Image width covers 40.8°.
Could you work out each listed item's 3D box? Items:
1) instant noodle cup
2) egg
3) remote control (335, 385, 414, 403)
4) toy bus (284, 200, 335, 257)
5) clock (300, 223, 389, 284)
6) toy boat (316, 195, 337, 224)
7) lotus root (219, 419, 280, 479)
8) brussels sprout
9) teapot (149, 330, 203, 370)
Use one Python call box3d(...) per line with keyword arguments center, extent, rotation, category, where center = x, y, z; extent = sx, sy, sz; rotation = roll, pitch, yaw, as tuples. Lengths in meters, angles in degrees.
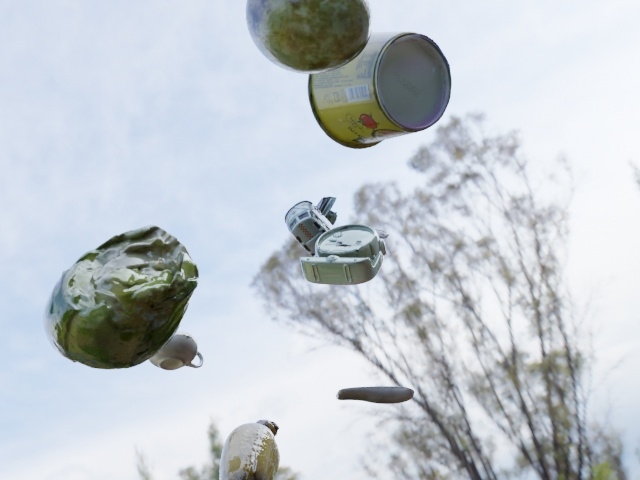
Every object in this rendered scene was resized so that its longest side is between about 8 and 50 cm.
box3d(center=(0.165, -0.401, 2.226), extent=(0.325, 0.326, 0.254), rotation=(-5, 6, -33), category="instant noodle cup")
box3d(center=(-0.018, -0.454, 1.733), extent=(0.238, 0.289, 0.238), rotation=(-21, -58, -39), category="egg")
box3d(center=(0.159, 0.449, 2.480), extent=(0.229, 0.044, 0.073), rotation=(0, -29, -9), category="remote control")
box3d(center=(0.000, 0.000, 1.984), extent=(0.087, 0.089, 0.194), rotation=(-38, -69, 13), category="toy bus")
box3d(center=(0.056, 0.020, 1.742), extent=(0.151, 0.062, 0.191), rotation=(-1, 28, 25), category="clock")
box3d(center=(0.007, -0.059, 2.353), extent=(0.066, 0.059, 0.140), rotation=(26, -75, -16), category="toy boat")
box3d(center=(-0.173, 0.536, 2.070), extent=(0.130, 0.146, 0.303), rotation=(-11, 19, 11), category="lotus root")
box3d(center=(-0.467, 0.139, 2.014), extent=(0.371, 0.276, 0.315), rotation=(-42, -21, -31), category="brussels sprout")
box3d(center=(-0.403, 0.306, 2.363), extent=(0.145, 0.092, 0.226), rotation=(-27, -40, 26), category="teapot")
